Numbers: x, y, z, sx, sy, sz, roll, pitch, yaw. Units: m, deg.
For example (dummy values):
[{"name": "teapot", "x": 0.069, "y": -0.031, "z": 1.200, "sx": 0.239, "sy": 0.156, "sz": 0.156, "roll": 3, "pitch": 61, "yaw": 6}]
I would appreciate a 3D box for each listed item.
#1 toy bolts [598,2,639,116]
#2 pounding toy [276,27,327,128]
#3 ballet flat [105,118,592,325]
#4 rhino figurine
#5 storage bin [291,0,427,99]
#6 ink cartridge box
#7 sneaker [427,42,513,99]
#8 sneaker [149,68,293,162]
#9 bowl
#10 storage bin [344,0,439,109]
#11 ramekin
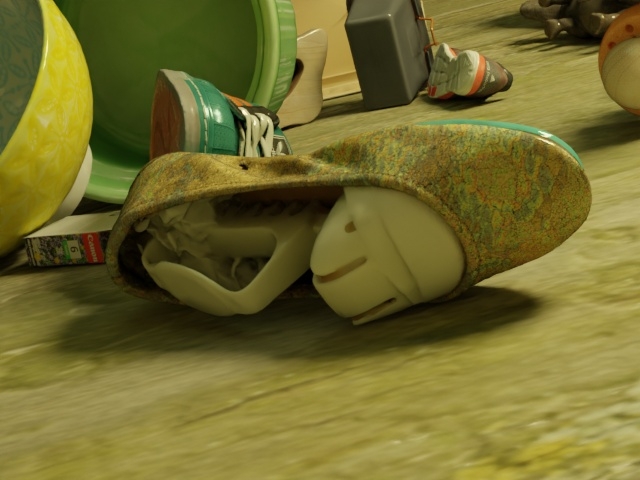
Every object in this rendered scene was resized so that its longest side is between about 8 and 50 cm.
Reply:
[{"name": "toy bolts", "x": 0.331, "y": -0.213, "z": 1.205, "sx": 0.218, "sy": 0.229, "sz": 0.158, "roll": 3, "pitch": 20, "yaw": 31}, {"name": "pounding toy", "x": -0.138, "y": -0.183, "z": 1.621, "sx": 0.269, "sy": 0.154, "sz": 0.155, "roll": -20, "pitch": 16, "yaw": -29}, {"name": "ballet flat", "x": 0.000, "y": 0.000, "z": 0.915, "sx": 0.348, "sy": 0.123, "sz": 0.123, "roll": 0, "pitch": 18, "yaw": 38}, {"name": "rhino figurine", "x": 0.320, "y": -0.280, "z": 1.777, "sx": 0.106, "sy": 0.073, "sz": 0.243, "roll": -7, "pitch": 9, "yaw": -20}, {"name": "storage bin", "x": -0.010, "y": -0.308, "z": 1.784, "sx": 0.260, "sy": 0.262, "sz": 0.123, "roll": -12, "pitch": 12, "yaw": -1}, {"name": "ink cartridge box", "x": -0.180, "y": -0.002, "z": 1.208, "sx": 0.115, "sy": 0.029, "sz": 0.063, "roll": -3, "pitch": 16, "yaw": 28}, {"name": "sneaker", "x": 0.161, "y": -0.173, "z": 1.568, "sx": 0.064, "sy": 0.061, "sz": 0.158, "roll": 12, "pitch": 9, "yaw": -15}, {"name": "sneaker", "x": -0.076, "y": -0.076, "z": 1.184, "sx": 0.121, "sy": 0.108, "sz": 0.302, "roll": 2, "pitch": 1, "yaw": -8}, {"name": "bowl", "x": -0.294, "y": -0.081, "z": 1.288, "sx": 0.289, "sy": 0.289, "sz": 0.156, "roll": -1, "pitch": -25, "yaw": 39}, {"name": "storage bin", "x": 0.078, "y": -0.212, "z": 1.626, "sx": 0.098, "sy": 0.135, "sz": 0.091, "roll": -8, "pitch": 26, "yaw": 17}, {"name": "ramekin", "x": -0.168, "y": -0.194, "z": 1.418, "sx": 0.303, "sy": 0.303, "sz": 0.148, "roll": -8, "pitch": 7, "yaw": 15}]
